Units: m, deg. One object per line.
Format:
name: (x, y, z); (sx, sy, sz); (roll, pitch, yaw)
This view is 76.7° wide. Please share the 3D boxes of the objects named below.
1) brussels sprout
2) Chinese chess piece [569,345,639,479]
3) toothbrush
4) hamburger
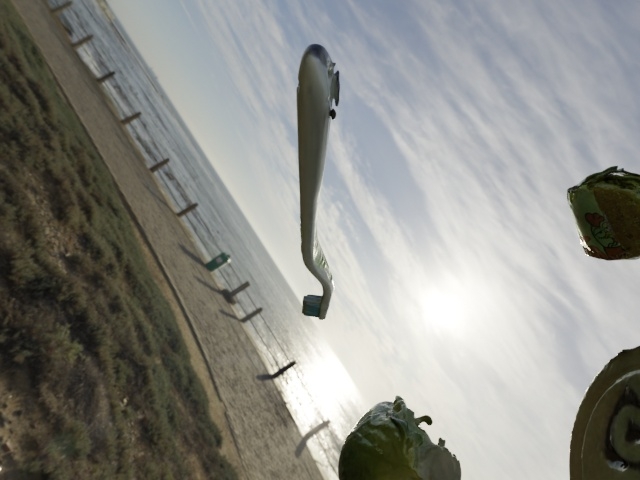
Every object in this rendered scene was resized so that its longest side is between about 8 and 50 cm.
brussels sprout: (0.212, 0.639, 1.152); (0.276, 0.314, 0.371); (48, -25, -3)
Chinese chess piece: (0.320, 0.207, 0.331); (0.101, 0.251, 0.250); (13, -10, 1)
toothbrush: (0.000, 0.000, 0.255); (0.263, 0.026, 0.022); (94, 3, -59)
hamburger: (0.668, -0.057, 0.879); (0.214, 0.125, 0.235); (58, -17, -21)
